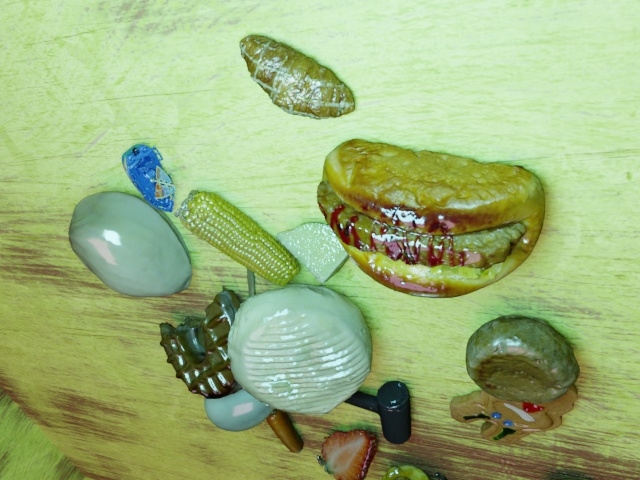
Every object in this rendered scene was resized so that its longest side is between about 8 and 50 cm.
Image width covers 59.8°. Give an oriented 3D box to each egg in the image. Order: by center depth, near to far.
[{"bbox_3d":[-0.232,0.468,1.653,0.264,0.183,0.183,-26,115,33],"label":"egg"}]

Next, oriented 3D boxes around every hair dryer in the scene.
[{"bbox_3d":[0.134,0.453,1.550,0.251,0.089,0.197,13,137,28],"label":"hair dryer"}]

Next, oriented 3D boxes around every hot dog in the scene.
[{"bbox_3d":[0.172,-0.032,0.972,0.405,0.223,0.185,13,137,16],"label":"hot dog"}]

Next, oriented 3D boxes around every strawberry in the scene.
[{"bbox_3d":[0.108,0.664,1.736,0.236,0.107,0.175,-24,80,38],"label":"strawberry"}]

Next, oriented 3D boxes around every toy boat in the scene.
[{"bbox_3d":[-0.360,-0.126,1.235,0.110,0.091,0.175,18,142,34],"label":"toy boat"}]

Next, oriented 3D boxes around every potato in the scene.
[{"bbox_3d":[0.000,0.000,1.211,0.149,0.081,0.120,45,105,6],"label":"potato"}]

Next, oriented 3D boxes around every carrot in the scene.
[{"bbox_3d":[-0.120,0.613,1.815,0.067,0.067,0.225,-3,130,28],"label":"carrot"}]

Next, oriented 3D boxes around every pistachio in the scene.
[{"bbox_3d":[-0.453,0.019,1.350,0.226,0.208,0.332,-44,118,0],"label":"pistachio"}]

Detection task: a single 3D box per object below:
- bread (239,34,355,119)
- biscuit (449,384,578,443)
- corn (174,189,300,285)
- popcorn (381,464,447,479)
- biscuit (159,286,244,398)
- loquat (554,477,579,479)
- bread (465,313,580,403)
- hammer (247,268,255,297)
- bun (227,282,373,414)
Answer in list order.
[{"bbox_3d":[-0.050,-0.272,0.964,0.233,0.076,0.105,32,134,-2],"label":"bread"},{"bbox_3d":[0.471,0.410,1.357,0.202,0.047,0.334,35,135,-7],"label":"biscuit"},{"bbox_3d":[-0.177,-0.005,1.251,0.305,0.106,0.106,35,136,-13],"label":"corn"},{"bbox_3d":[0.257,0.838,1.676,0.281,0.297,0.316,-33,144,27],"label":"popcorn"},{"bbox_3d":[-0.302,0.300,1.522,0.366,0.115,0.268,-33,79,44],"label":"biscuit"},{"bbox_3d":[0.675,0.718,1.476,0.152,0.152,0.195,-25,124,40],"label":"loquat"},{"bbox_3d":[0.420,0.247,1.178,0.230,0.123,0.230,12,138,11],"label":"bread"},{"bbox_3d":[-0.179,0.078,1.390,0.062,0.013,0.199,16,134,13],"label":"hammer"},{"bbox_3d":[-0.041,0.237,1.305,0.326,0.234,0.362,-30,122,20],"label":"bun"}]
